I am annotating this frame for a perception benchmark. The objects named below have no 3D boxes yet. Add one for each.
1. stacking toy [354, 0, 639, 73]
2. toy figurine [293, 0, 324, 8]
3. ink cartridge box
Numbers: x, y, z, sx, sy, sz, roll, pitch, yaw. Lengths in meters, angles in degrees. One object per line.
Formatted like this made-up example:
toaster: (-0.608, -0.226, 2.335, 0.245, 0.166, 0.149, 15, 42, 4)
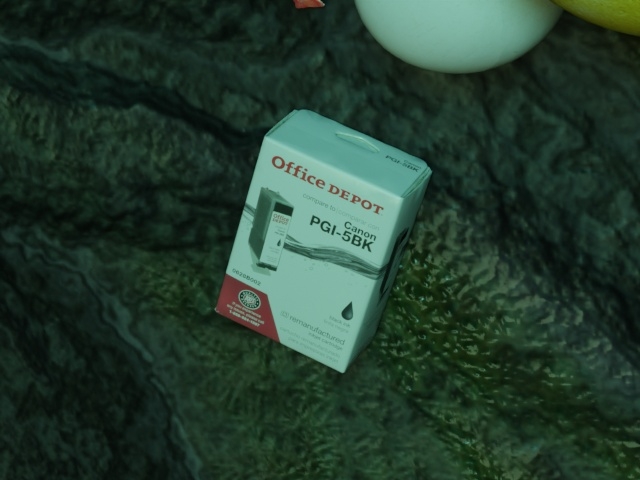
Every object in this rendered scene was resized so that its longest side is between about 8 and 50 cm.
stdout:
stacking toy: (0.182, -0.210, 0.659, 0.480, 0.350, 0.350, -26, 101, 50)
toy figurine: (-0.065, -0.270, 0.735, 0.191, 0.217, 0.362, 30, 121, 9)
ink cartridge box: (0.000, 0.000, 0.921, 0.099, 0.056, 0.135, 24, 120, 13)
